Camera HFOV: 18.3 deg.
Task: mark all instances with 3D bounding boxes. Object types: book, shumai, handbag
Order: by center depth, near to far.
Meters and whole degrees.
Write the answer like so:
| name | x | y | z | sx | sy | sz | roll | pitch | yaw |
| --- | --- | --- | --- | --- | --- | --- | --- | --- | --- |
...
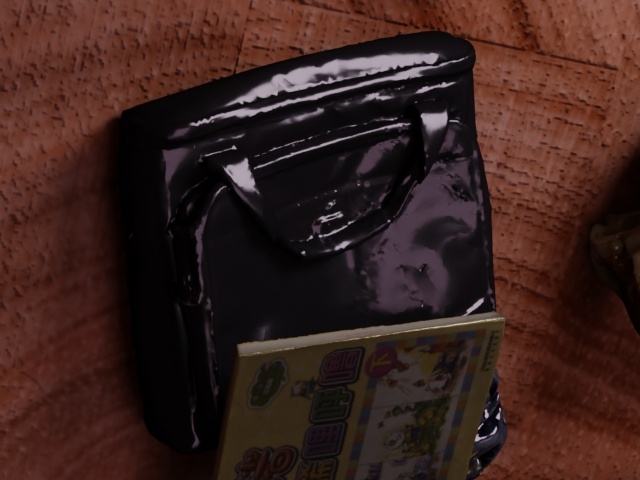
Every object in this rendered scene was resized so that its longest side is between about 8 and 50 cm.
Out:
| name | x | y | z | sx | sy | sz | roll | pitch | yaw |
| --- | --- | --- | --- | --- | --- | --- | --- | --- | --- |
| book | 0.020 | 0.124 | 1.267 | 0.192 | 0.013 | 0.168 | -6 | 126 | -27 |
| handbag | 0.000 | 0.000 | 1.287 | 0.275 | 0.088 | 0.244 | -15 | 111 | -31 |
| shumai | 0.273 | -0.008 | 1.464 | 0.153 | 0.161 | 0.209 | -35 | 162 | 11 |

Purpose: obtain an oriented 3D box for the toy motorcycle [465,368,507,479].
| name | x | y | z | sx | sy | sz | roll | pitch | yaw |
| --- | --- | --- | --- | --- | --- | --- | --- | --- | --- |
| toy motorcycle | 0.064 | 0.156 | 1.371 | 0.193 | 0.061 | 0.124 | -44 | 145 | 14 |
